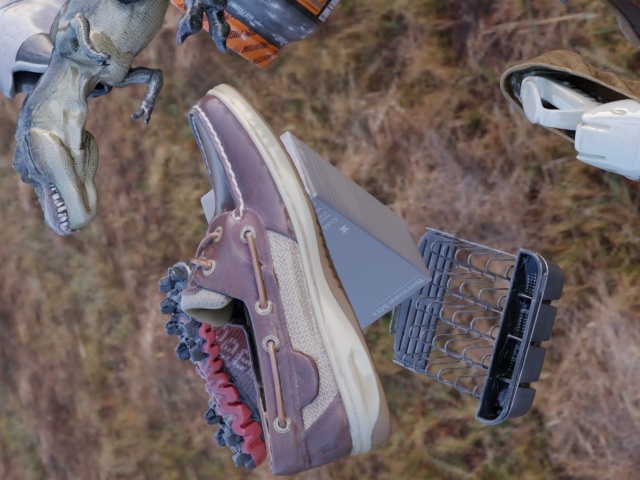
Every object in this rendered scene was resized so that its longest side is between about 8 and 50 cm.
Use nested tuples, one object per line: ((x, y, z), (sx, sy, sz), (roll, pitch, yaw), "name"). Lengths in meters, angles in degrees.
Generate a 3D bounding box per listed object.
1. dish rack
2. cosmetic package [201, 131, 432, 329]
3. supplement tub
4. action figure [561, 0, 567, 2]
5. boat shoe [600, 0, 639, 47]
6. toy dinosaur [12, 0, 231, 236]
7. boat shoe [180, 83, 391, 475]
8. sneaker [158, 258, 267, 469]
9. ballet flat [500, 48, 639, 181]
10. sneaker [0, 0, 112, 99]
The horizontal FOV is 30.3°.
((0.176, 0.094, 1.472), (0.271, 0.074, 0.208), (20, 96, 51), "dish rack")
((0.000, 0.000, 1.257), (0.127, 0.238, 0.107), (-38, 47, 18), "cosmetic package")
((-0.030, -0.387, 1.413), (0.338, 0.207, 0.207), (-52, 46, 8), "supplement tub")
((0.229, -0.461, 1.666), (0.341, 0.330, 0.179), (-69, -1, -59), "action figure")
((0.361, -0.307, 1.394), (0.073, 0.207, 0.073), (-23, 56, 30), "boat shoe")
((-0.057, -0.128, 0.508), (0.118, 0.064, 0.268), (16, 79, 48), "toy dinosaur")
((-0.059, 0.029, 0.977), (0.123, 0.123, 0.342), (104, 145, -70), "boat shoe")
((-0.087, 0.124, 1.339), (0.097, 0.135, 0.276), (35, 150, 57), "sneaker")
((0.313, -0.138, 1.334), (0.342, 0.124, 0.116), (-134, 42, -54), "ballet flat")
((-0.195, -0.191, 1.057), (0.132, 0.228, 0.086), (52, 166, 25), "sneaker")
